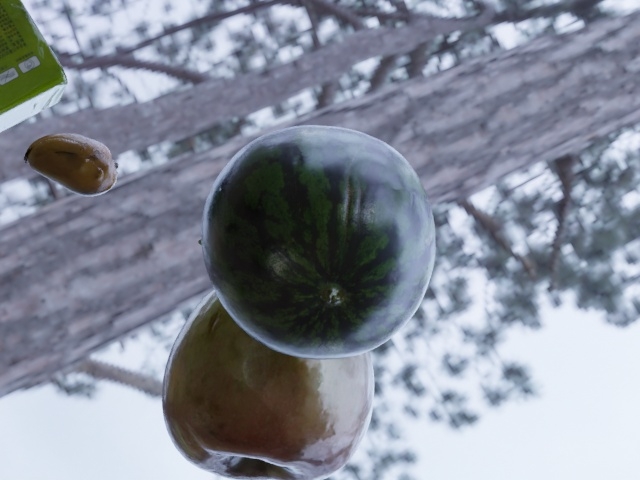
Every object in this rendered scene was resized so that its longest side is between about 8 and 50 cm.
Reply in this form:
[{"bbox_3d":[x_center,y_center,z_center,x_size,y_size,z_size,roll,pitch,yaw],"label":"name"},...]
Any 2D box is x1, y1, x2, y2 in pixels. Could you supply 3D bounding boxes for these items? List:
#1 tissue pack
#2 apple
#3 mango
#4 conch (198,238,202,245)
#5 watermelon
[{"bbox_3d":[-0.557,-0.246,2.077,0.200,0.274,0.167,59,-21,-2],"label":"tissue pack"},{"bbox_3d":[-0.084,0.206,2.114,0.338,0.338,0.305,-36,-136,57],"label":"apple"},{"bbox_3d":[-0.330,-0.103,1.812,0.127,0.063,0.077,18,-82,0],"label":"mango"},{"bbox_3d":[-0.048,-0.009,1.932,0.137,0.250,0.143,64,15,-45],"label":"conch"},{"bbox_3d":[0.000,0.000,1.643,0.285,0.285,0.285,33,-44,39],"label":"watermelon"}]
